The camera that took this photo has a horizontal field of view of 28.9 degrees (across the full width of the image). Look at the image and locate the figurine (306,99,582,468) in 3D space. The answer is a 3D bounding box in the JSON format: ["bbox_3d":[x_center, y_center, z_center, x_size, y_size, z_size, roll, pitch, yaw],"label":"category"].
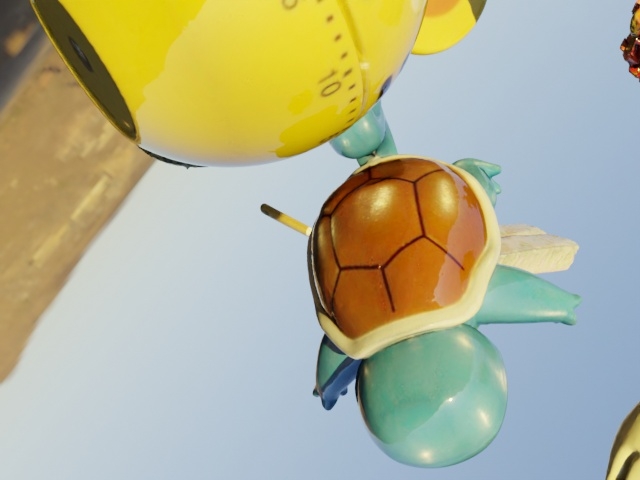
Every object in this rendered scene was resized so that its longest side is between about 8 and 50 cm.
[{"bbox_3d":[0.096,0.020,1.260,0.298,0.416,0.243,-16,167,9],"label":"figurine"}]

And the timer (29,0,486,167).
[{"bbox_3d":[-0.044,-0.255,1.031,0.387,0.376,0.376,-38,-173,-15],"label":"timer"}]

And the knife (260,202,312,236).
[{"bbox_3d":[0.001,-0.001,2.086,0.022,0.256,0.046,-42,146,-32],"label":"knife"}]

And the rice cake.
[{"bbox_3d":[0.238,0.017,1.724,0.298,0.106,0.050,-6,117,-50],"label":"rice cake"}]

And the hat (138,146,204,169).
[{"bbox_3d":[-0.149,-0.220,1.447,0.265,0.265,0.128,-50,162,5],"label":"hat"}]

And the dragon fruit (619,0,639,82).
[{"bbox_3d":[0.439,-0.252,1.520,0.150,0.133,0.207,-64,162,-7],"label":"dragon fruit"}]

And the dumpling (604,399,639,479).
[{"bbox_3d":[0.602,0.325,1.879,0.395,0.315,0.233,-55,-142,-1],"label":"dumpling"}]
